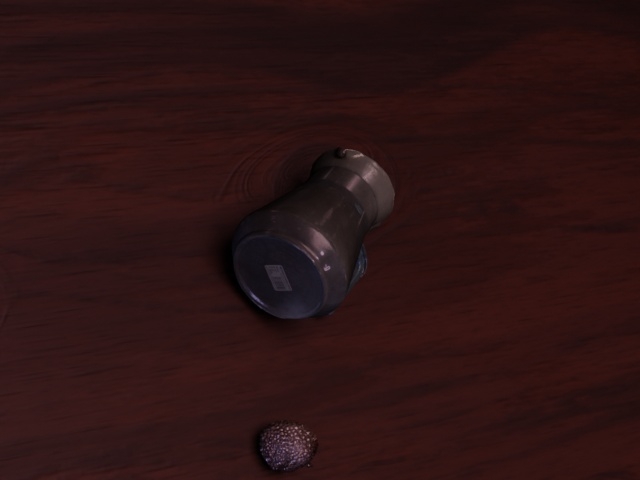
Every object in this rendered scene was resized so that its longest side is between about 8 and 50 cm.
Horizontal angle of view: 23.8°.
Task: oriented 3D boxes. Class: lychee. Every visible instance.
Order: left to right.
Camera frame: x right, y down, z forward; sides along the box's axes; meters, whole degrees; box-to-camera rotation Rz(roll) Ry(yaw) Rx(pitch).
[{"bbox_3d":[-0.040,0.268,1.980,0.083,0.068,0.067,38,13,-14],"label":"lychee"}]

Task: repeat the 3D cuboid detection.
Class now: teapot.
[{"bbox_3d":[0.000,0.000,2.064,0.225,0.171,0.203,-50,135,-44],"label":"teapot"}]
